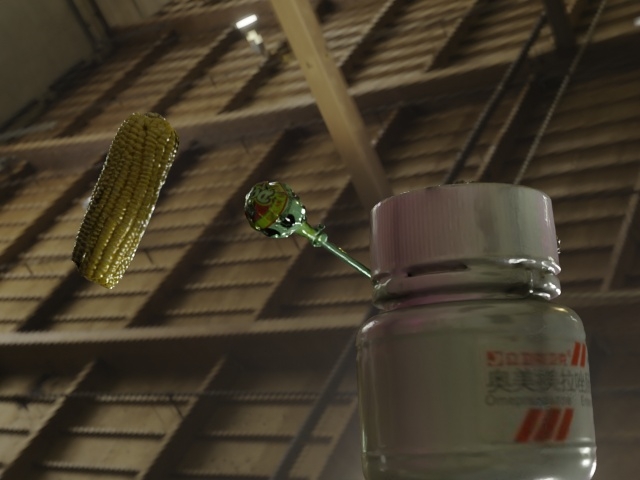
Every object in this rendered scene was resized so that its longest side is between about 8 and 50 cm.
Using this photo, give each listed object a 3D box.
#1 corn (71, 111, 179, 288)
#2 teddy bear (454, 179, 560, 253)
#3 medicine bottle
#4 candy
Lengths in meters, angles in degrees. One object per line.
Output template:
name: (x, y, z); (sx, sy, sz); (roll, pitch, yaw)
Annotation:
corn: (-0.218, -0.047, 1.131); (0.072, 0.072, 0.203); (14, -97, 52)
teddy bear: (0.343, -0.019, 1.938); (0.129, 0.251, 0.182); (-54, -152, 3)
medicine bottle: (0.166, 0.117, 1.126); (0.256, 0.256, 0.325); (-9, -105, 30)
candy: (0.000, 0.000, 1.579); (0.091, 0.305, 0.083); (22, -100, 52)
